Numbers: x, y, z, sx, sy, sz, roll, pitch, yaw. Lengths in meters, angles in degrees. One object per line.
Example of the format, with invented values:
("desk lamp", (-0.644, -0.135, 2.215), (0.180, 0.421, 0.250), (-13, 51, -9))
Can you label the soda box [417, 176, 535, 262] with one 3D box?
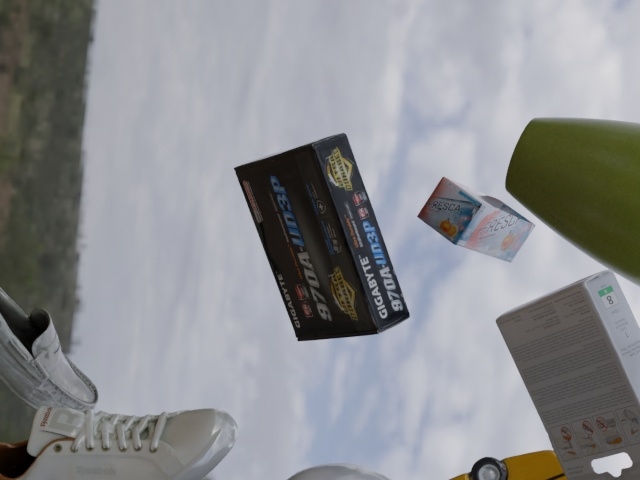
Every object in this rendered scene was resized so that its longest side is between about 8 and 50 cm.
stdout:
("soda box", (0.185, -0.023, 1.759), (0.063, 0.183, 0.058), (38, -79, 26))

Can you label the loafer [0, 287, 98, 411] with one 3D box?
("loafer", (-0.421, 0.154, 2.153), (0.111, 0.319, 0.112), (-36, -139, 12))

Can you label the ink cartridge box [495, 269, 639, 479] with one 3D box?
("ink cartridge box", (0.303, 0.160, 1.669), (0.181, 0.056, 0.225), (-31, -96, 59))

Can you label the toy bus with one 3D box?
("toy bus", (0.189, 0.389, 2.078), (0.108, 0.332, 0.130), (68, 0, -77))

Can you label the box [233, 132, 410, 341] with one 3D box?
("box", (0.000, 0.000, 1.686), (0.175, 0.051, 0.220), (-10, -79, 57))

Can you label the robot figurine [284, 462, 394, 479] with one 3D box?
("robot figurine", (-0.010, 0.346, 1.527), (0.353, 0.299, 0.200), (-42, -140, 53))

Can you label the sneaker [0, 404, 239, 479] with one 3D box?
("sneaker", (-0.230, 0.219, 1.561), (0.123, 0.290, 0.106), (60, 21, -25))

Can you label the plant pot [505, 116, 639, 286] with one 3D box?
("plant pot", (0.468, -0.093, 2.500), (0.275, 0.293, 0.275), (-55, 158, -34))
